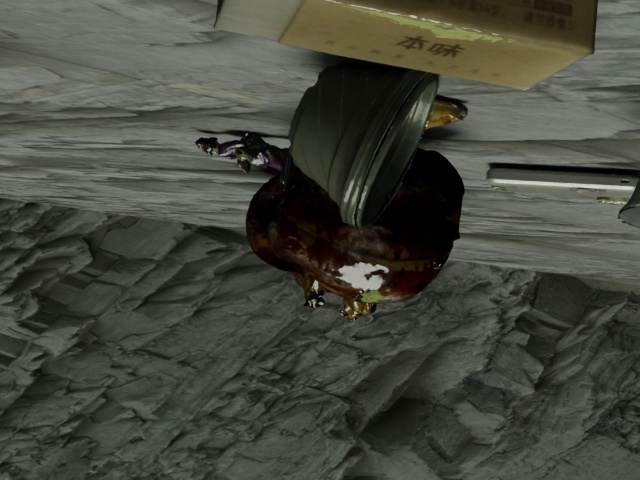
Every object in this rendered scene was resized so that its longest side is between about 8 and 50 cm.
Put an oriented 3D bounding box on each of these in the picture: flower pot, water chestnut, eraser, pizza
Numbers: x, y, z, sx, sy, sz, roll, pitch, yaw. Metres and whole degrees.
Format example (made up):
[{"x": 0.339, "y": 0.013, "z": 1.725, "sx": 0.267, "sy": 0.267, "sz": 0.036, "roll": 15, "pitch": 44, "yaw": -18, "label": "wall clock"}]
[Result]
[{"x": 0.048, "y": -0.142, "z": 1.188, "sx": 0.141, "sy": 0.235, "sz": 0.235, "roll": 29, "pitch": 180, "yaw": 13, "label": "flower pot"}, {"x": 0.069, "y": -0.009, "z": 1.561, "sx": 0.336, "sy": 0.346, "sz": 0.335, "roll": 15, "pitch": -151, "yaw": -8, "label": "water chestnut"}, {"x": 0.000, "y": 0.000, "z": 2.032, "sx": 0.351, "sy": 0.302, "sz": 0.350, "roll": 10, "pitch": 176, "yaw": 1, "label": "water chestnut"}, {"x": 0.078, "y": -0.221, "z": 0.866, "sx": 0.344, "sy": 0.078, "sz": 0.144, "roll": 7, "pitch": 173, "yaw": -12, "label": "eraser"}, {"x": 0.114, "y": -0.193, "z": 1.317, "sx": 0.185, "sy": 0.036, "sz": 0.176, "roll": 3, "pitch": 174, "yaw": 21, "label": "pizza"}]

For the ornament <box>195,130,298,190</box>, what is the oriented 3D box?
[{"x": -0.132, "y": -0.168, "z": 1.713, "sx": 0.203, "sy": 0.088, "sz": 0.081, "roll": 17, "pitch": -158, "yaw": 17, "label": "ornament"}]

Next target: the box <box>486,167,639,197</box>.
[{"x": 0.467, "y": -0.109, "z": 1.754, "sx": 0.285, "sy": 0.044, "sz": 0.142, "roll": 4, "pitch": 176, "yaw": 16, "label": "box"}]

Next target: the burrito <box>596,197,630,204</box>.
[{"x": 0.637, "y": -0.089, "z": 1.794, "sx": 0.186, "sy": 0.045, "sz": 0.041, "roll": 2, "pitch": 130, "yaw": 24, "label": "burrito"}]

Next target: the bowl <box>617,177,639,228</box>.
[{"x": 0.576, "y": -0.095, "z": 1.201, "sx": 0.346, "sy": 0.157, "sz": 0.345, "roll": 7, "pitch": 175, "yaw": 1, "label": "bowl"}]
